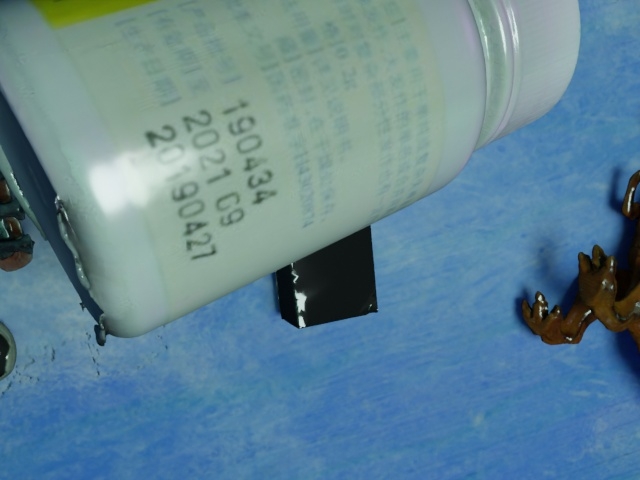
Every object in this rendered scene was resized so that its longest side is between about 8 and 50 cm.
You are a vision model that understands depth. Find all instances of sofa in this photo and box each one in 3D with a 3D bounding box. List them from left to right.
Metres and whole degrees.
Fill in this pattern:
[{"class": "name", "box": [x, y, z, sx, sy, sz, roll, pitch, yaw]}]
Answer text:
[{"class": "sofa", "box": [0.000, 0.000, 0.624, 0.085, 0.060, 0.147, -10, 100, -19]}]

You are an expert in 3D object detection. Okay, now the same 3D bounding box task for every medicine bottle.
[{"class": "medicine bottle", "box": [-0.019, -0.101, 0.475, 0.379, 0.214, 0.213, -26, 104, -24]}]

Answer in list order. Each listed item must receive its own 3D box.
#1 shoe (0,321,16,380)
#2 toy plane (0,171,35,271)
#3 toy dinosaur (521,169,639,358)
[{"class": "shoe", "box": [-0.346, 0.097, 0.561, 0.169, 0.099, 0.071, 9, 96, -11]}, {"class": "toy plane", "box": [-0.340, -0.071, 0.530, 0.327, 0.104, 0.222, -9, 102, -7]}, {"class": "toy dinosaur", "box": [0.311, 0.072, 0.664, 0.208, 0.097, 0.431, -5, 105, -17]}]
